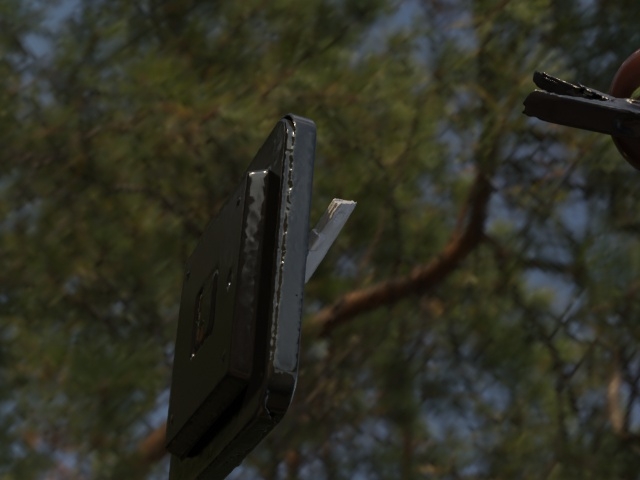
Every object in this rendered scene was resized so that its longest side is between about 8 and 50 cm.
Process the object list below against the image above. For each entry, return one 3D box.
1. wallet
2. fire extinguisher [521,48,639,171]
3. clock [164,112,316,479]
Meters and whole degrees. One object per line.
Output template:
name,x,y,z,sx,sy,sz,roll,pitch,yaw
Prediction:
wallet,0.000,0.000,1.396,0.011,0.044,0.083,37,-77,18
fire extinguisher,0.266,-0.105,1.191,0.138,0.344,0.102,27,-65,31
clock,-0.077,0.064,1.406,0.049,0.278,0.273,14,-31,-17
